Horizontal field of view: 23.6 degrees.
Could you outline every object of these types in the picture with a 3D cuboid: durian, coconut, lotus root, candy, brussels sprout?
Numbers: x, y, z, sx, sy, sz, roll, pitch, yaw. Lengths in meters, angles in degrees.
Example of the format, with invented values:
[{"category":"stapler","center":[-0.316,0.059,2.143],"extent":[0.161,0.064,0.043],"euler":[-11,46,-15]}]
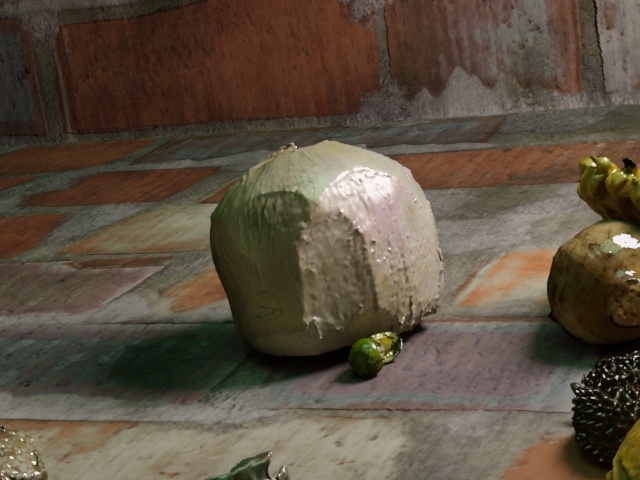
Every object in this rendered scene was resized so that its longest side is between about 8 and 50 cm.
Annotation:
[{"category":"durian","center":[0.312,0.158,1.552],"extent":[0.148,0.091,0.188],"euler":[-15,14,-24]},{"category":"coconut","center":[0.000,0.000,1.981],"extent":[0.297,0.255,0.297],"euler":[-7,8,1]},{"category":"lotus root","center":[0.344,0.050,1.861],"extent":[0.154,0.140,0.257],"euler":[-49,4,2]},{"category":"candy","center":[-0.333,0.246,1.598],"extent":[0.095,0.085,0.110],"euler":[-8,23,-24]},{"category":"brussels sprout","center":[0.065,0.138,1.869],"extent":[0.051,0.046,0.083],"euler":[-4,5,29]}]

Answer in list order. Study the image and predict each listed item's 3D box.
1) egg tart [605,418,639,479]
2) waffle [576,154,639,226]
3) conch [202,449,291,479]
[{"category":"egg tart","center":[0.386,0.208,1.281],"extent":[0.294,0.116,0.295],"euler":[-8,17,2]},{"category":"waffle","center":[0.448,-0.010,1.912],"extent":[0.329,0.062,0.329],"euler":[31,-5,3]},{"category":"conch","center":[-0.091,0.270,1.201],"extent":[0.163,0.245,0.178],"euler":[32,5,13]}]
